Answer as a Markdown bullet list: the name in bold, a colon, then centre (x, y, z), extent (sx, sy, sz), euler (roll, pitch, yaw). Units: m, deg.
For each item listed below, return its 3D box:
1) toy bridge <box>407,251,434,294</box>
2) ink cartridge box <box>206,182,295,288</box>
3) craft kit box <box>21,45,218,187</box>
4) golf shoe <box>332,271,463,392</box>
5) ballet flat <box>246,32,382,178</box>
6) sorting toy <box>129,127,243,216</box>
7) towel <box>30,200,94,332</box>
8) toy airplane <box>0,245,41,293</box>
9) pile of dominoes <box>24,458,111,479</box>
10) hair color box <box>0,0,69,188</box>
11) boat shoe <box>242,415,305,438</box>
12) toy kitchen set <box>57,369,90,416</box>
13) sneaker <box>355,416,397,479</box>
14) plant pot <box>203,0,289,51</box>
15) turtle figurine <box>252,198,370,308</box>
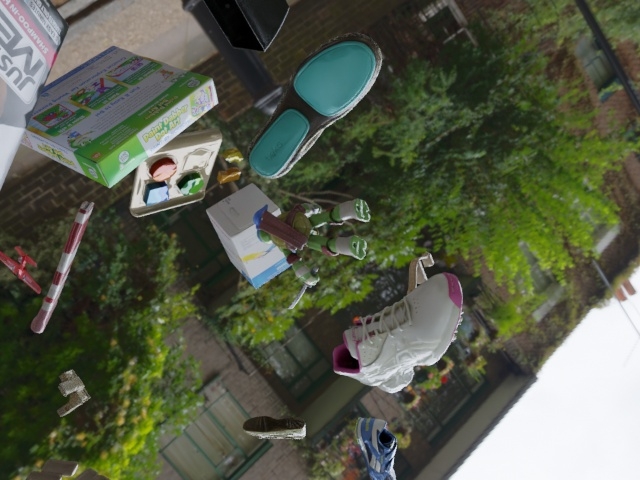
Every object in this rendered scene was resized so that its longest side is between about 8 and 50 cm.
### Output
- **toy bridge**: centre (0.246, 0.078, 1.337), extent (0.026, 0.063, 0.188), euler (-13, -156, 30)
- **ink cartridge box**: centre (-0.203, -0.015, 1.613), extent (0.168, 0.232, 0.171), euler (-34, -133, -16)
- **craft kit box**: centre (-0.343, -0.217, 0.879), extent (0.247, 0.060, 0.250), euler (23, -126, 27)
- **golf shoe**: centre (0.121, 0.159, 0.890), extent (0.115, 0.140, 0.306), euler (-93, -157, -44)
- **ballet flat**: centre (-0.019, -0.349, 1.352), extent (0.483, 0.164, 0.182), euler (-42, -168, 37)
- **sorting toy**: centre (-0.311, -0.171, 1.318), extent (0.307, 0.041, 0.229), euler (-21, 152, -38)
- **towel**: centre (-0.679, 0.057, 1.411), extent (0.328, 0.037, 0.237), euler (-68, -158, 1)
- **toy airplane**: centre (-0.753, 0.064, 1.345), extent (0.151, 0.151, 0.028), euler (-25, -162, 47)
- **pile of dominoes**: centre (-0.464, 0.473, 0.871), extent (0.196, 0.040, 0.251), euler (17, -153, 25)
- **hair color box**: centre (-0.415, -0.150, 0.556), extent (0.185, 0.114, 0.374), euler (78, 20, -67)
- **boat shoe**: centre (-0.113, 0.465, 1.309), extent (0.153, 0.048, 0.056), euler (-2, -154, -3)
- **toy kitchen set**: centre (-0.620, 0.371, 1.284), extent (0.075, 0.083, 0.068), euler (-36, 174, 9)
- **sneaker**: centre (0.111, 0.384, 0.963), extent (0.059, 0.144, 0.053), euler (-17, -167, 23)
- **plant pot**: centre (-0.207, -0.699, 1.595), extent (0.167, 0.187, 0.188), euler (-48, -136, -14)
- **turtle figurine**: centre (0.000, 0.000, 1.277), extent (0.266, 0.274, 0.197), euler (-6, -146, 35)
